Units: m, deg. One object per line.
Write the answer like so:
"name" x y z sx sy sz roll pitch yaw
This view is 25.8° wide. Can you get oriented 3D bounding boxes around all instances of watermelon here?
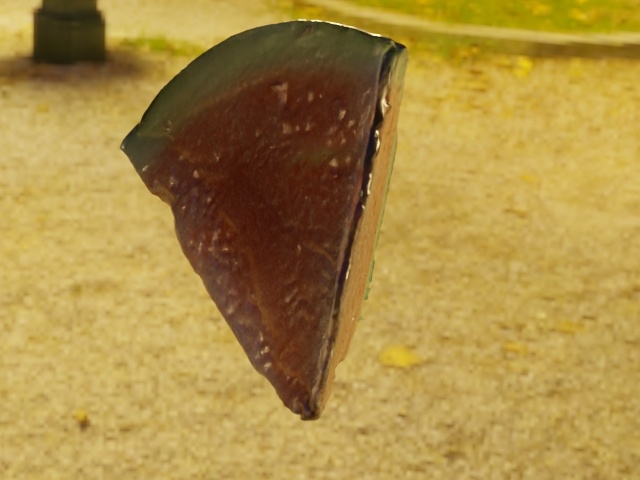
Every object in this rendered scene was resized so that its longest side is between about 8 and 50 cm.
"watermelon" 0.011 -0.015 0.723 0.136 0.207 0.202 -10 69 -36
